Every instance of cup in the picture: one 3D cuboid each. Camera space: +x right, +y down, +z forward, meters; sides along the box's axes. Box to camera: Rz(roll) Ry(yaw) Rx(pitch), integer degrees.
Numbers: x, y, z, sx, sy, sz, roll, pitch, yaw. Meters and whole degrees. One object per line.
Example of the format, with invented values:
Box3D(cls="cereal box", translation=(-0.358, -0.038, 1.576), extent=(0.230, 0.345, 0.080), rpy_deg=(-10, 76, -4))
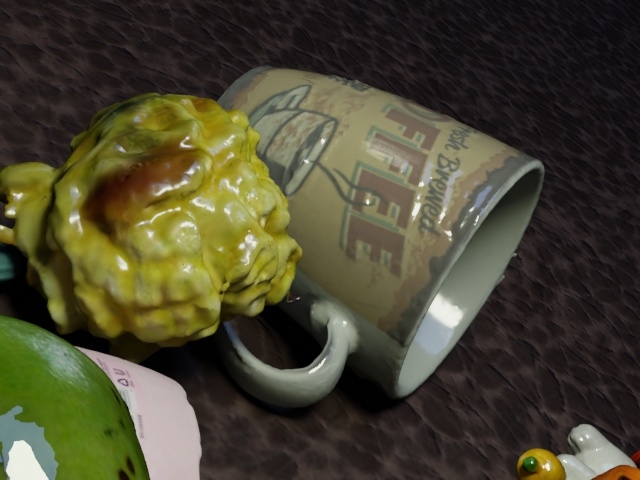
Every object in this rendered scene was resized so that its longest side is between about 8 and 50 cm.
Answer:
Box3D(cls="cup", translation=(0.000, 0.000, 1.121), extent=(0.257, 0.227, 0.301), rpy_deg=(30, 56, 18))

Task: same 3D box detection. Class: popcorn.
Box3D(cls="popcorn", translation=(-0.120, -0.010, 0.974), extent=(0.169, 0.189, 0.218), rpy_deg=(60, 6, -32))

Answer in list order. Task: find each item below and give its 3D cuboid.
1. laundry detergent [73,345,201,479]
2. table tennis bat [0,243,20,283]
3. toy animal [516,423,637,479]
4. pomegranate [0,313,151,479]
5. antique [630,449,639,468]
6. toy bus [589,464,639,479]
Box3D(cls="laundry detergent", translation=(-0.233, 0.106, 0.785), extent=(0.335, 0.088, 0.159), rpy_deg=(16, 35, -29))
Box3D(cls="table tennis bat", translation=(-0.287, 0.029, 0.905), extent=(0.201, 0.033, 0.124), rpy_deg=(-13, 55, -48))
Box3D(cls="toy animal", translation=(0.202, 0.226, 1.038), extent=(0.127, 0.131, 0.181), rpy_deg=(20, 35, 17))
Box3D(cls="pomegranate", translation=(-0.181, 0.153, 0.622), extent=(0.270, 0.254, 0.254), rpy_deg=(48, 10, -50))
Box3D(cls="antique", translation=(0.317, 0.222, 1.181), extent=(0.104, 0.104, 0.104), rpy_deg=(26, 29, -16))
Box3D(cls="toy bus", translation=(0.177, 0.236, 0.756), extent=(0.153, 0.329, 0.143), rpy_deg=(-25, 60, -28))
